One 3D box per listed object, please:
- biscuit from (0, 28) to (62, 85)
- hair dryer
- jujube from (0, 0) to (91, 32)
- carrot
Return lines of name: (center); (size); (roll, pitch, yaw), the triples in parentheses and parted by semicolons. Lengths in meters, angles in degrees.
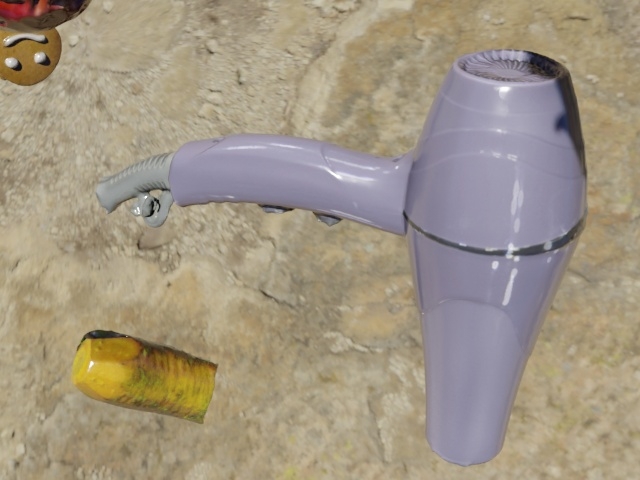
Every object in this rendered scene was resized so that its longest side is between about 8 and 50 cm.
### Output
biscuit: (-0.310, -0.257, 0.865); (0.138, 0.031, 0.205); (-16, 119, -30)
hair dryer: (0.000, 0.000, 0.625); (0.361, 0.121, 0.301); (12, 121, 17)
jujube: (-0.194, -0.192, 0.475); (0.176, 0.109, 0.112); (37, 99, 20)
carrot: (-0.187, 0.151, 0.942); (0.173, 0.082, 0.082); (20, 97, -31)
